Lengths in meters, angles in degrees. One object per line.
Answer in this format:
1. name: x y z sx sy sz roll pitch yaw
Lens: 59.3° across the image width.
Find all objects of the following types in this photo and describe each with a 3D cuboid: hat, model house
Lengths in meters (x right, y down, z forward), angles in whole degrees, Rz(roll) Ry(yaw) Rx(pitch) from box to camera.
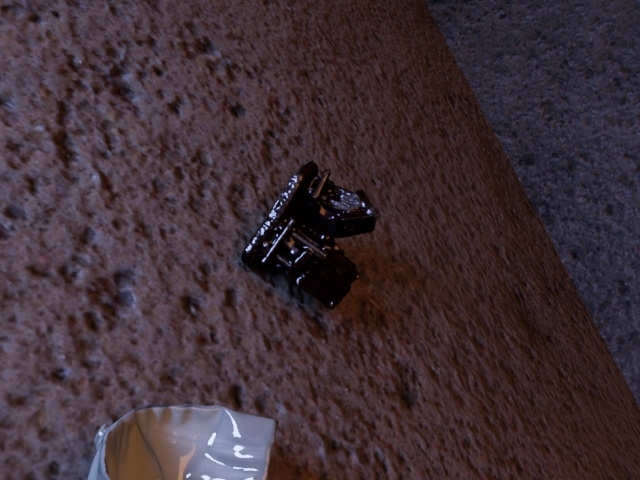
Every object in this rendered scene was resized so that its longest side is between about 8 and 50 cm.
1. hat: -0.117 0.312 0.537 0.258 0.168 0.301 51 30 -88
2. model house: 0.001 -0.007 0.896 0.164 0.203 0.141 31 -3 15
